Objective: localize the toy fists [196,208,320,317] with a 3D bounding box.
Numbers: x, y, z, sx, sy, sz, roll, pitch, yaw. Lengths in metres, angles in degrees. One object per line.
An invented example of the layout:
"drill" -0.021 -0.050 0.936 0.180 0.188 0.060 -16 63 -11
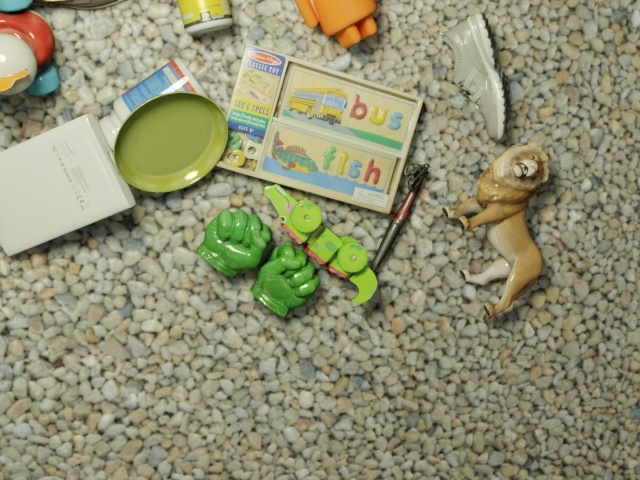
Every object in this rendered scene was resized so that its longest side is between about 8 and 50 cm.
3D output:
"toy fists" -0.128 0.044 1.698 0.279 0.096 0.142 38 95 -11

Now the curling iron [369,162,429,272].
"curling iron" 0.171 -0.055 1.757 0.068 0.035 0.273 16 102 -48

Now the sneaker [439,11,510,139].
"sneaker" 0.347 -0.355 1.726 0.115 0.105 0.281 -12 104 24

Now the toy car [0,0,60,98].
"toy car" -0.615 -0.340 1.463 0.211 0.238 0.219 -11 128 -7

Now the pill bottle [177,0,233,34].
"pill bottle" -0.248 -0.522 1.592 0.103 0.103 0.184 -15 101 -6

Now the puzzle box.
"puzzle box" -0.003 -0.240 1.699 0.409 0.052 0.272 14 96 -10

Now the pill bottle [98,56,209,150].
"pill bottle" -0.347 -0.268 1.607 0.222 0.124 0.124 -35 102 -2

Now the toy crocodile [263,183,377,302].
"toy crocodile" 0.000 0.000 1.703 0.340 0.115 0.105 42 92 -12

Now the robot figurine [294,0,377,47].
"robot figurine" 0.034 -0.515 1.622 0.158 0.128 0.219 -23 102 21

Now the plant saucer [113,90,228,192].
"plant saucer" -0.305 -0.204 1.573 0.241 0.037 0.240 -21 139 -19

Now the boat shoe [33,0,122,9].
"boat shoe" -0.519 -0.528 1.555 0.325 0.097 0.116 -3 99 -8

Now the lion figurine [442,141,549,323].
"lion figurine" 0.429 -0.015 1.771 0.240 0.142 0.392 -22 115 -12

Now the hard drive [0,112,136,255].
"hard drive" -0.554 -0.110 1.590 0.308 0.040 0.203 -20 102 16
